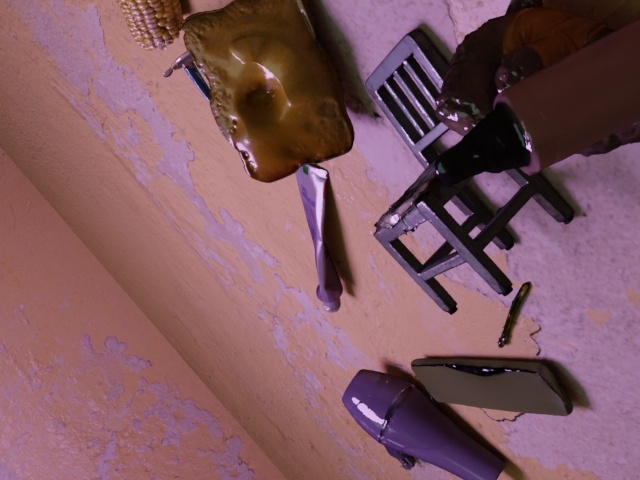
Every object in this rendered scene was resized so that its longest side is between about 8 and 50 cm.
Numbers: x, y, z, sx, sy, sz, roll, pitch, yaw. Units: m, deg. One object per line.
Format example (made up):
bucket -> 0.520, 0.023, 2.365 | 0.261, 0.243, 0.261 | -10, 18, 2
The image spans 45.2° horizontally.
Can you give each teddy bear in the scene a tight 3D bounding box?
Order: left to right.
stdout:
teddy bear -> 0.209, -0.133, 0.652 | 0.190, 0.140, 0.177 | 20, -174, 31

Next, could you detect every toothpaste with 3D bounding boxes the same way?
toothpaste -> 0.000, 0.000, 1.252 | 0.075, 0.048, 0.301 | -118, 14, -51

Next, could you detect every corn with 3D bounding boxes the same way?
corn -> -0.261, -0.387, 1.073 | 0.093, 0.093, 0.244 | 31, 150, 34

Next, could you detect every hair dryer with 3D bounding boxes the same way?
hair dryer -> 0.188, 0.389, 1.472 | 0.301, 0.121, 0.361 | 30, 160, 17
hair dryer -> 0.211, -0.124, 0.411 | 0.189, 0.344, 0.107 | 64, 176, -32

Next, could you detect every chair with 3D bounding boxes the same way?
chair -> 0.121, -0.068, 0.848 | 0.270, 0.147, 0.136 | 49, 156, -3

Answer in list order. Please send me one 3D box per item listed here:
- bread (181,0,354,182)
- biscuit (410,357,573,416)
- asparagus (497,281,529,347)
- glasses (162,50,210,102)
bread -> -0.059, -0.196, 0.963 | 0.088, 0.161, 0.233 | -68, -40, -69
biscuit -> 0.249, 0.215, 1.164 | 0.099, 0.038, 0.322 | 51, 154, -12
asparagus -> 0.255, 0.102, 1.026 | 0.016, 0.013, 0.166 | 48, 157, 27
glasses -> -0.096, -0.220, 1.112 | 0.220, 0.088, 0.190 | 38, 160, -27
